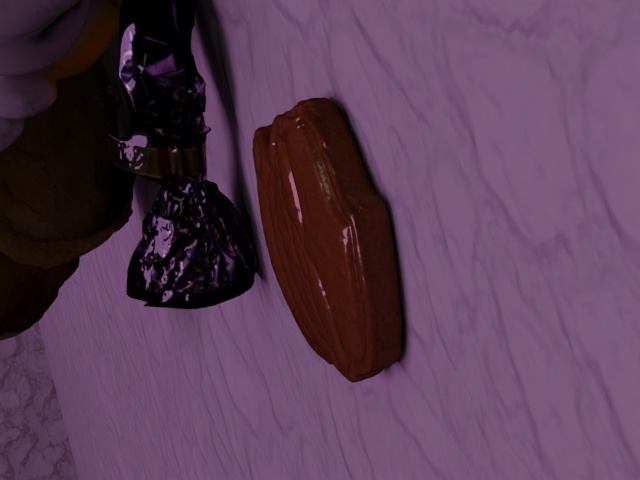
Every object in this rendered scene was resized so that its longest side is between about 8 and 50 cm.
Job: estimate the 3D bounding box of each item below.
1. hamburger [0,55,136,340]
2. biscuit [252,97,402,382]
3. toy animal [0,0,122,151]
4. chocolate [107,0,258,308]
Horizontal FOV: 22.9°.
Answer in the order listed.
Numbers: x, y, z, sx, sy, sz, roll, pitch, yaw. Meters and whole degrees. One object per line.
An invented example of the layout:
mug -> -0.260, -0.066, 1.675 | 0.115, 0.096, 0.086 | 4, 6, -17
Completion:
hamburger -> -0.237, -0.082, 0.982 | 0.265, 0.134, 0.285 | 32, -140, -39
biscuit -> 0.000, 0.000, 0.571 | 0.130, 0.019, 0.102 | -170, 66, -74
toy animal -> -0.167, -0.140, 0.743 | 0.154, 0.208, 0.325 | 35, -173, 1
chocolate -> -0.071, -0.044, 0.722 | 0.072, 0.070, 0.147 | 27, 134, 66
